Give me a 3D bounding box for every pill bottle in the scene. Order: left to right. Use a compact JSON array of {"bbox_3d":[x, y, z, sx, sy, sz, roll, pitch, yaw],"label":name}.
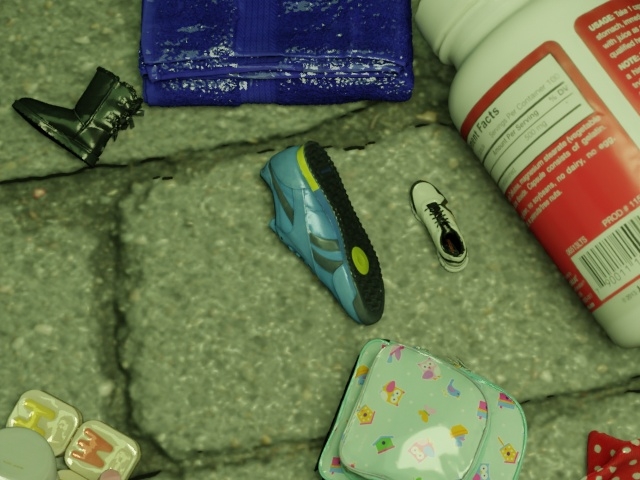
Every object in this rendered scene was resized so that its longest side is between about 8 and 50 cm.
[{"bbox_3d":[0.278,-0.115,1.055,0.229,0.229,0.407,-32,78,-7],"label":"pill bottle"}]

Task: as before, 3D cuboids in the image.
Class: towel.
[{"bbox_3d":[-0.047,-0.262,1.173,0.308,0.076,0.227,0,76,0],"label":"towel"}]

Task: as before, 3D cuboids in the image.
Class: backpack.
[{"bbox_3d":[0.107,0.195,1.022,0.189,0.144,0.165,22,69,3],"label":"backpack"}]

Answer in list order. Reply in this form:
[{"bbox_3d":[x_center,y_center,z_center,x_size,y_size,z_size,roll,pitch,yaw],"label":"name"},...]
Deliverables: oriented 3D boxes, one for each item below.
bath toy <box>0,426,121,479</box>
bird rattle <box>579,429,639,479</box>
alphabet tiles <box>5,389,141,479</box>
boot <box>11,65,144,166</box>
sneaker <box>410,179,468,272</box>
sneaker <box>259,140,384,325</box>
[{"bbox_3d":[-0.197,0.309,0.993,0.348,0.151,0.129,28,122,0],"label":"bath toy"},{"bbox_3d":[0.371,0.278,1.009,0.254,0.143,0.206,-14,90,0],"label":"bird rattle"},{"bbox_3d":[-0.308,0.302,1.058,0.278,0.021,0.284,27,78,7],"label":"alphabet tiles"},{"bbox_3d":[-0.266,-0.150,1.162,0.121,0.045,0.099,35,81,1],"label":"boot"},{"bbox_3d":[0.131,-0.020,1.127,0.040,0.043,0.109,-27,75,-4],"label":"sneaker"},{"bbox_3d":[0.000,0.000,1.120,0.082,0.069,0.209,-27,85,27],"label":"sneaker"}]
